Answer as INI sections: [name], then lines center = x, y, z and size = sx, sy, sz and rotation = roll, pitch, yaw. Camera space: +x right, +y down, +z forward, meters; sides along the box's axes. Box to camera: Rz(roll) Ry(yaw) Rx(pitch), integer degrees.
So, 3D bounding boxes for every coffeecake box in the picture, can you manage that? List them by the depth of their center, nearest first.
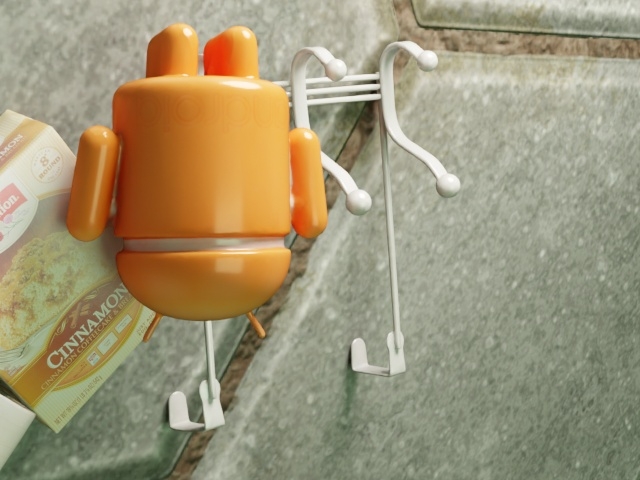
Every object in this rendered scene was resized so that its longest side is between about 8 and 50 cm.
[coffeecake box]
center = -0.209, 0.024, 0.902
size = 0.142, 0.068, 0.185
rotation = -49, 131, -19

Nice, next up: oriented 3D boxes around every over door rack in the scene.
[over door rack]
center = 0.000, 0.000, 1.063
size = 0.240, 0.108, 0.324
rotation = -11, 112, -40

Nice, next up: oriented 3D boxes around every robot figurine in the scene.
[robot figurine]
center = -0.085, -0.039, 0.878
size = 0.158, 0.128, 0.219
rotation = -3, 92, -58

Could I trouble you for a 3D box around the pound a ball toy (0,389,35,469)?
[pound a ball toy]
center = -0.350, 0.197, 0.785
size = 0.208, 0.136, 0.319
rotation = 43, 74, -43
